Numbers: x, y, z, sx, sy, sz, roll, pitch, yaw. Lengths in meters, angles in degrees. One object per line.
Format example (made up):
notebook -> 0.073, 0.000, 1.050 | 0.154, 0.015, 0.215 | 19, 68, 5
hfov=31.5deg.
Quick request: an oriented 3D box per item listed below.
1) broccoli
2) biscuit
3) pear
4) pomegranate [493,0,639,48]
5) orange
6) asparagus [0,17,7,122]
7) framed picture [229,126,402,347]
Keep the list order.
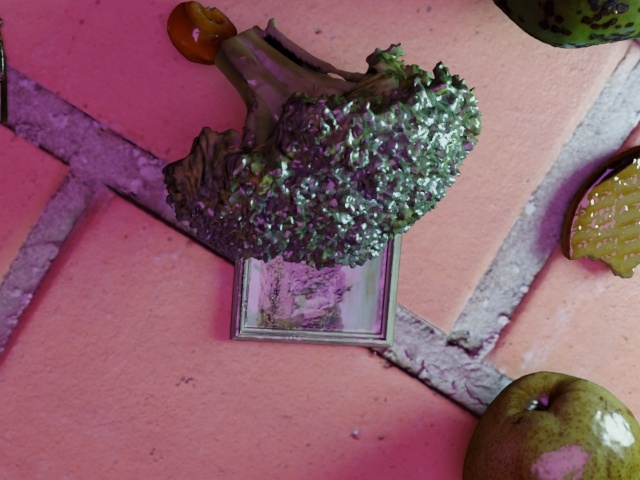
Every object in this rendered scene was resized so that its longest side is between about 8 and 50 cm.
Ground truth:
broccoli -> -0.007, -0.089, 1.269 | 0.375, 0.302, 0.249 | -27, 126, -26
biscuit -> 0.424, -0.036, 1.445 | 0.228, 0.031, 0.176 | 6, 99, -9
pear -> 0.285, 0.270, 1.398 | 0.228, 0.188, 0.211 | -14, 103, -1
pomegranate -> 0.303, -0.333, 1.287 | 0.254, 0.270, 0.254 | -1, 88, 32
orange -> -0.139, -0.238, 1.330 | 0.086, 0.086, 0.062 | 31, 118, -10
asparagus -> -0.380, -0.203, 1.338 | 0.018, 0.015, 0.127 | -1, 99, -7
framed picture -> 0.000, 0.000, 1.412 | 0.217, 0.017, 0.274 | 2, 99, -7
